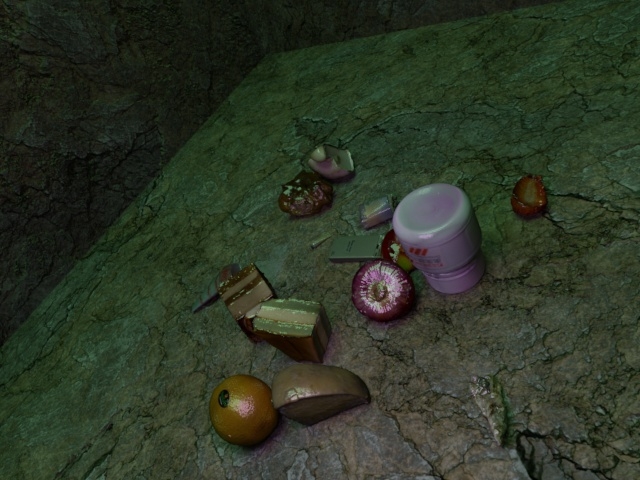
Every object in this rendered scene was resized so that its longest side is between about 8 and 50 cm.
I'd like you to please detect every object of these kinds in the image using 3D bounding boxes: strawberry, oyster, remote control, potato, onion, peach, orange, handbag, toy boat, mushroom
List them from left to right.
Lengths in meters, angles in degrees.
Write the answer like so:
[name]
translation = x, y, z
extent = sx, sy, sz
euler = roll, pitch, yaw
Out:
[toy boat]
translation = -0.476, 0.220, 2.262
extent = 0.282, 0.096, 0.206
euler = -39, 31, 14
[orange]
translation = -0.251, 0.553, 1.637
extent = 0.236, 0.236, 0.236
euler = -19, 41, 18
[potato]
translation = -0.006, 0.441, 1.595
extent = 0.264, 0.189, 0.211
euler = -24, 39, 13
[mushroom]
translation = 0.044, -0.348, 2.407
extent = 0.173, 0.236, 0.162
euler = -40, 70, 30
[remote control]
translation = 0.173, 0.033, 2.017
extent = 0.285, 0.038, 0.123
euler = -4, 49, 29
[handbag]
translation = 0.245, -0.131, 2.087
extent = 0.173, 0.095, 0.117
euler = -21, 44, 20
[onion]
translation = 0.223, 0.173, 1.752
extent = 0.230, 0.163, 0.230
euler = 0, 90, 23
[peach]
translation = 0.321, 0.002, 1.896
extent = 0.189, 0.068, 0.279
euler = 1, 51, 15
[oyster]
translation = 0.468, 0.443, 1.360
extent = 0.106, 0.061, 0.200
euler = -32, 39, 1
[strawberry]
translation = 0.743, -0.154, 1.779
extent = 0.121, 0.082, 0.188
euler = 15, 48, 21

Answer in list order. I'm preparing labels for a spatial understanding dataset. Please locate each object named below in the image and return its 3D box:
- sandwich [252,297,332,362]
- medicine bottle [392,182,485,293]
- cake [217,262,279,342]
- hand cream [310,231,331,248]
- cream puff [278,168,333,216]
[sandwich]
translation = -0.094, 0.322, 1.771
extent = 0.227, 0.198, 0.155
euler = 6, 50, 21
[medicine bottle]
translation = 0.402, 0.000, 1.655
extent = 0.256, 0.325, 0.256
euler = -18, 42, 17
[cake]
translation = -0.245, 0.261, 1.957
extent = 0.196, 0.199, 0.293
euler = -35, 43, -9
[hand cream]
translation = 0.000, 0.000, 2.184
extent = 0.102, 0.022, 0.035
euler = -36, 38, -11
[cream puff]
translation = -0.074, -0.215, 2.361
extent = 0.269, 0.155, 0.241
euler = -27, 44, -1
